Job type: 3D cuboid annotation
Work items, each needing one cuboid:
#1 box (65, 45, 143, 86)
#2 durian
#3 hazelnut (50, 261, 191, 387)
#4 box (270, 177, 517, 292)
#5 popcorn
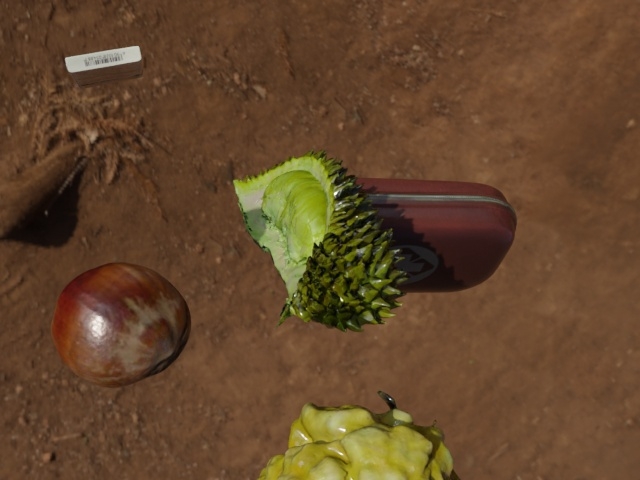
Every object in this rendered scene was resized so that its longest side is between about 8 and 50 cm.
[{"bbox_3d":[-0.372,-0.300,1.447,0.122,0.220,0.032,-13,97,-10],"label":"box"},{"bbox_3d":[0.000,0.000,1.054,0.169,0.352,0.158,-34,125,3],"label":"durian"},{"bbox_3d":[-0.124,0.053,0.521,0.086,0.086,0.086,-11,126,-16],"label":"hazelnut"},{"bbox_3d":[0.119,-0.001,1.374,0.403,0.108,0.263,0,148,-8],"label":"box"},{"bbox_3d":[0.052,0.262,0.775,0.249,0.225,0.249,15,128,20],"label":"popcorn"}]
